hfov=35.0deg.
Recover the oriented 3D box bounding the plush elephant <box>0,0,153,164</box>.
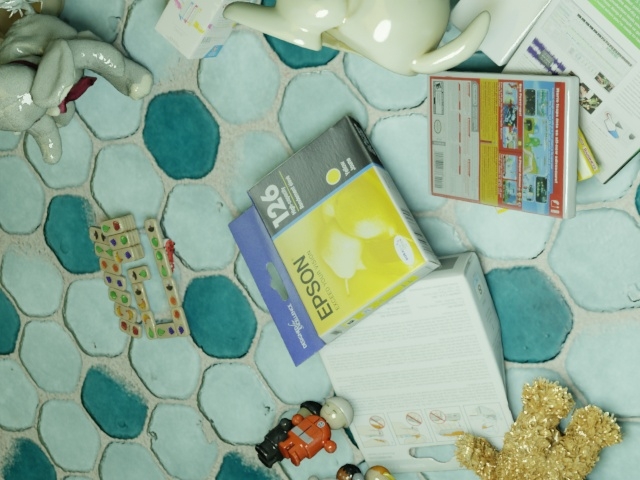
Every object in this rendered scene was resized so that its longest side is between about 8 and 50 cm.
[{"bbox_3d":[-0.490,-0.261,1.763,0.271,0.255,0.330,-8,141,24],"label":"plush elephant"}]

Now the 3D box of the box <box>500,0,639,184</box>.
[{"bbox_3d":[0.398,-0.242,1.404,0.232,0.058,0.322,47,156,9],"label":"box"}]

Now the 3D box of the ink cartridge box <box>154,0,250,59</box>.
[{"bbox_3d":[-0.199,-0.396,1.742,0.090,0.092,0.143,42,116,12],"label":"ink cartridge box"}]

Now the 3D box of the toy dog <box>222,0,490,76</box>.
[{"bbox_3d":[0.082,-0.467,1.467,0.395,0.284,0.408,26,107,37],"label":"toy dog"}]

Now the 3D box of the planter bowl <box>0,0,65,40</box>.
[{"bbox_3d":[-0.546,-0.455,1.891,0.162,0.109,0.162,7,105,26],"label":"planter bowl"}]

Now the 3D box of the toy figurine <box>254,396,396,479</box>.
[{"bbox_3d":[0.012,0.385,1.773,0.209,0.148,0.213,54,154,-1],"label":"toy figurine"}]

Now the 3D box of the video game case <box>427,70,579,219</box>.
[{"bbox_3d":[0.269,-0.152,1.540,0.285,0.025,0.204,15,111,51],"label":"video game case"}]

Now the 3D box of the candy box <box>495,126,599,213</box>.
[{"bbox_3d":[0.321,-0.117,1.543,0.206,0.027,0.105,-25,90,54],"label":"candy box"}]

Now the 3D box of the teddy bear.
[{"bbox_3d":[0.342,0.378,1.638,0.245,0.113,0.338,42,115,-6],"label":"teddy bear"}]

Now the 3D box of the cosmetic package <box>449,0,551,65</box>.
[{"bbox_3d":[0.308,-0.383,1.499,0.117,0.085,0.231,46,119,11],"label":"cosmetic package"}]

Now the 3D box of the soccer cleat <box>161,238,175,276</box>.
[{"bbox_3d":[-0.297,0.036,1.937,0.035,0.029,0.083,14,106,33],"label":"soccer cleat"}]

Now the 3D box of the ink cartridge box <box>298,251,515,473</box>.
[{"bbox_3d":[0.170,0.220,1.739,0.308,0.091,0.385,-10,115,28],"label":"ink cartridge box"}]

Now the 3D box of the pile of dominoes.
[{"bbox_3d":[-0.363,0.078,1.953,0.196,0.040,0.251,-11,97,39],"label":"pile of dominoes"}]

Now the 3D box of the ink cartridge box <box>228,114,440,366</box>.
[{"bbox_3d":[0.000,0.000,1.672,0.307,0.072,0.304,-36,64,17],"label":"ink cartridge box"}]
